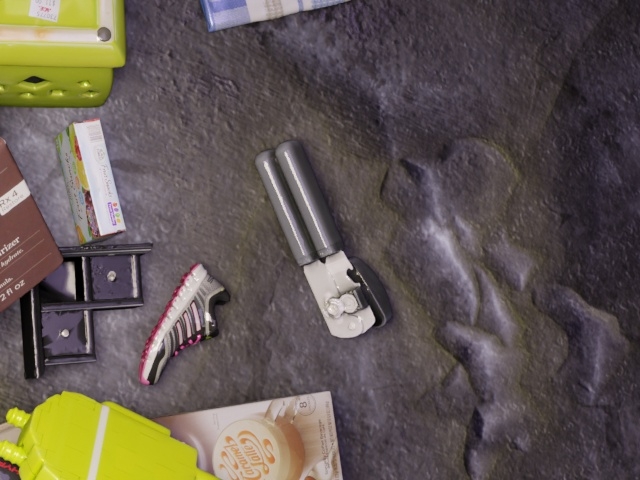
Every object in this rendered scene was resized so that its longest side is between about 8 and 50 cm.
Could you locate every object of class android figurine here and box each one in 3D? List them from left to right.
[{"bbox_3d":[-0.224,0.260,1.504,0.272,0.248,0.056,26,113,-16],"label":"android figurine"}]

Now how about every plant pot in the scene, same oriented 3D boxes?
[{"bbox_3d":[-0.347,-0.289,1.629,0.228,0.207,0.227,-1,84,-22],"label":"plant pot"}]

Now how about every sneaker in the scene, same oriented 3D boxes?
[{"bbox_3d":[-0.168,0.115,1.729,0.074,0.063,0.170,31,68,-10],"label":"sneaker"}]

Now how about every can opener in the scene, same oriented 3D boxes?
[{"bbox_3d":[0.000,0.000,1.821,0.093,0.074,0.280,-35,101,-57],"label":"can opener"}]

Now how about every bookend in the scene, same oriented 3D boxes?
[{"bbox_3d":[-0.285,0.086,1.680,0.156,0.072,0.157,-2,85,-23],"label":"bookend"}]

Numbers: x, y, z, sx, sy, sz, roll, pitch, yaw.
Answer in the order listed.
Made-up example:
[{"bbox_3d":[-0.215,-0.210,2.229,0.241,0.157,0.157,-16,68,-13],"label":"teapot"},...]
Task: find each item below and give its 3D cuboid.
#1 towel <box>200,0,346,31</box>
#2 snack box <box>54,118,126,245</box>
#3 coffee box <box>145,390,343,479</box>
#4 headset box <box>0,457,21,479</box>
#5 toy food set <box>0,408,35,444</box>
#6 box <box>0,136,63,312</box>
[{"bbox_3d":[-0.051,-0.410,1.861,0.285,0.034,0.209,-18,93,-21],"label":"towel"},{"bbox_3d":[-0.284,-0.070,1.684,0.037,0.100,0.141,-13,88,-24],"label":"snack box"},{"bbox_3d":[-0.106,0.275,1.716,0.246,0.098,0.141,-7,85,-23],"label":"coffee box"},{"bbox_3d":[-0.356,0.394,1.499,0.218,0.110,0.293,27,68,-11],"label":"headset box"},{"bbox_3d":[-0.339,0.363,1.626,0.219,0.092,0.306,-20,83,-22],"label":"toy food set"},{"bbox_3d":[-0.427,-0.028,1.539,0.168,0.167,0.203,-40,141,-21],"label":"box"}]
